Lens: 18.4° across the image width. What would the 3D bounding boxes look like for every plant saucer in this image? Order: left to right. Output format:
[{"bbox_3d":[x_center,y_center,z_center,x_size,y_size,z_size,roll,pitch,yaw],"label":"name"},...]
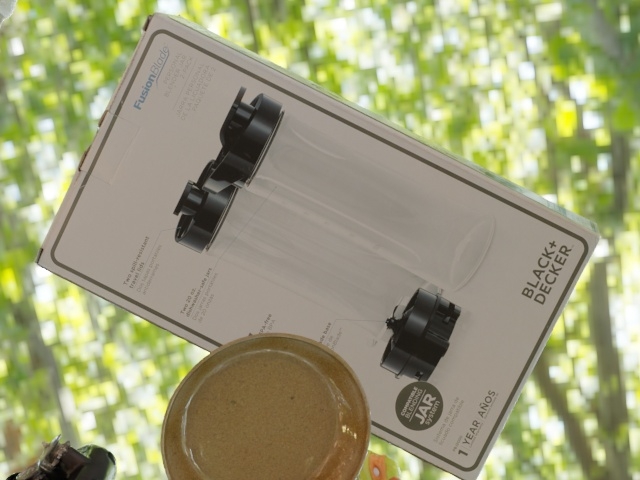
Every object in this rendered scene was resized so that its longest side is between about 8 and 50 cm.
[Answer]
[{"bbox_3d":[-0.022,0.073,0.768,0.083,0.083,0.015,-16,-161,-10],"label":"plant saucer"}]

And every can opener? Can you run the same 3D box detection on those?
[{"bbox_3d":[-0.132,0.146,0.973,0.059,0.073,0.186,-38,-176,9],"label":"can opener"}]

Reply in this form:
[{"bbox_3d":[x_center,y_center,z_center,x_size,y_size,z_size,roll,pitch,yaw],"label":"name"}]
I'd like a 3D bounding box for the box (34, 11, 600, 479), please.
[{"bbox_3d":[0.000,0.000,1.169,0.290,0.169,0.087,26,-171,3],"label":"box"}]

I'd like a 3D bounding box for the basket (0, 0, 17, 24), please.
[{"bbox_3d":[-0.416,-0.253,1.481,0.331,0.328,0.266,9,-144,-42],"label":"basket"}]

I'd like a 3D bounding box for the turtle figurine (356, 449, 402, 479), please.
[{"bbox_3d":[-0.026,0.191,1.416,0.217,0.087,0.269,-23,-152,13],"label":"turtle figurine"}]
